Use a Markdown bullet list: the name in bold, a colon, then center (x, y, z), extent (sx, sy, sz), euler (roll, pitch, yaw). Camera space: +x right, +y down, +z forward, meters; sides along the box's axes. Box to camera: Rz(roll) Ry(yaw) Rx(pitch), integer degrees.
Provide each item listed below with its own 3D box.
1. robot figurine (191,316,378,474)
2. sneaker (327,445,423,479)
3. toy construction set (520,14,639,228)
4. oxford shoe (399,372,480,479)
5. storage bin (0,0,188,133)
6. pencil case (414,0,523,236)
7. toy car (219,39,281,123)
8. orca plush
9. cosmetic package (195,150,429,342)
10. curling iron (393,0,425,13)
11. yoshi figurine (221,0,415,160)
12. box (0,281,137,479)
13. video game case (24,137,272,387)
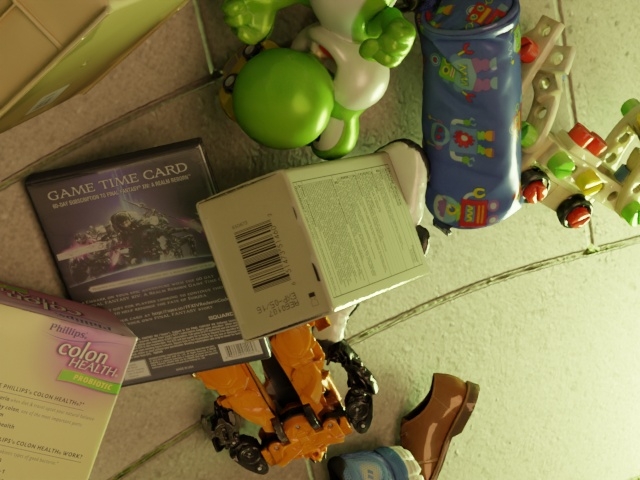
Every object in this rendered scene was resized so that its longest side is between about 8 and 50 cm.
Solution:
- **robot figurine**: center (-0.058, 0.147, 1.936), extent (0.211, 0.085, 0.291), euler (-22, 124, 7)
- **sneaker**: center (0.022, 0.418, 2.110), extent (0.147, 0.130, 0.330), euler (8, 96, -26)
- **toy construction set**: center (0.342, -0.132, 2.109), extent (0.327, 0.151, 0.215), euler (33, 110, -31)
- **oxford shoe**: center (0.130, 0.269, 2.166), extent (0.076, 0.076, 0.212), euler (23, 95, -9)
- **storage bin**: center (-0.253, -0.208, 1.529), extent (0.123, 0.260, 0.262), euler (52, 28, -3)
- **pencil case**: center (0.174, -0.156, 1.952), extent (0.119, 0.133, 0.306), euler (-62, 154, -48)
- **toy car**: center (-0.039, -0.268, 1.848), extent (0.239, 0.053, 0.225), euler (-29, 121, -25)
- **orca plush**: center (0.070, 0.011, 1.999), extent (0.102, 0.151, 0.287), euler (-15, 116, -66)
- **cosmetic package**: center (0.000, 0.000, 1.802), extent (0.309, 0.113, 0.160), euler (-13, 84, -68)
- **curling iron**: center (0.084, -0.390, 1.896), extent (0.035, 0.068, 0.274), euler (-19, 112, -28)
- **yoshi figurine**: center (0.001, -0.233, 1.728), extent (0.203, 0.203, 0.362), euler (5, 123, -10)
- **box**: center (-0.341, 0.172, 1.724), extent (0.213, 0.117, 0.243), euler (17, 97, -27)
- **video game case**: center (-0.183, 0.031, 1.796), extent (0.196, 0.026, 0.274), euler (-12, 118, 9)
